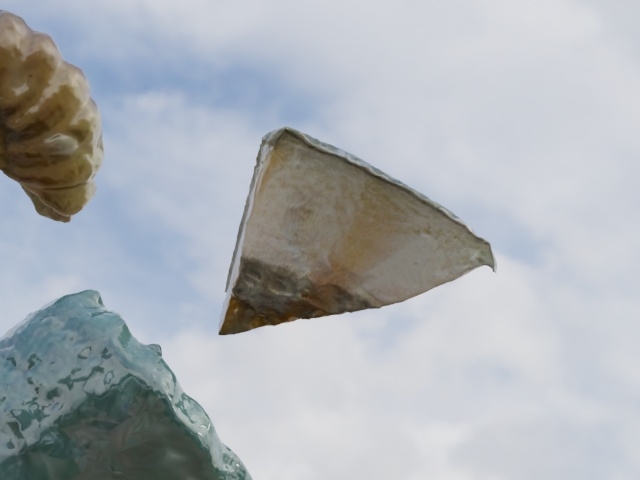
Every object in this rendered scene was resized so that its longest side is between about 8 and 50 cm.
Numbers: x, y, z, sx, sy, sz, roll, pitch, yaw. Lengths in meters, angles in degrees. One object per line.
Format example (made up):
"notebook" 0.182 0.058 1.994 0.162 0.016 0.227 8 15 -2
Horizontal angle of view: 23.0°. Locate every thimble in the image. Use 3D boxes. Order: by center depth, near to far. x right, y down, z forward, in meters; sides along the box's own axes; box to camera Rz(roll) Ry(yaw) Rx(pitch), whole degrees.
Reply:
"thimble" -0.130 0.151 0.927 0.198 0.143 0.235 30 -28 55

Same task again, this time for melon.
"melon" 0.000 -0.005 0.947 0.203 0.093 0.139 -8 -64 29

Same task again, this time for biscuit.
"biscuit" -0.223 -0.094 1.087 0.183 0.061 0.118 45 -60 -5
